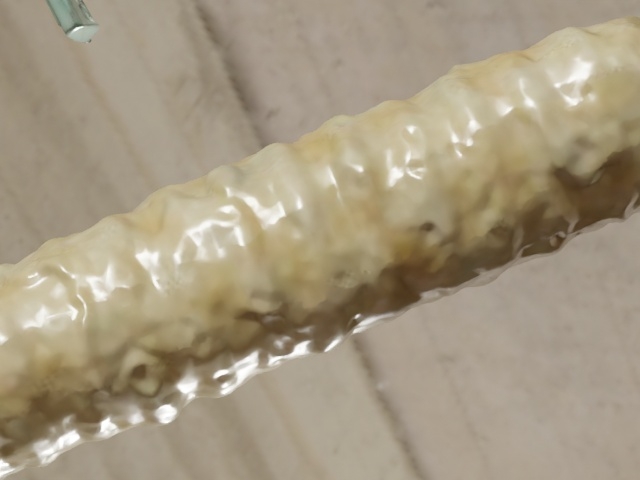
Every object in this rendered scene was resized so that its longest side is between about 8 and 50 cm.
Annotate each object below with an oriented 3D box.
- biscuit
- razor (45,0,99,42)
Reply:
[{"bbox_3d":[0.000,0.000,0.451,0.061,0.219,0.055,-146,-147,-84],"label":"biscuit"},{"bbox_3d":[-0.032,-0.194,0.883,0.111,0.278,0.056,61,-30,4],"label":"razor"}]
